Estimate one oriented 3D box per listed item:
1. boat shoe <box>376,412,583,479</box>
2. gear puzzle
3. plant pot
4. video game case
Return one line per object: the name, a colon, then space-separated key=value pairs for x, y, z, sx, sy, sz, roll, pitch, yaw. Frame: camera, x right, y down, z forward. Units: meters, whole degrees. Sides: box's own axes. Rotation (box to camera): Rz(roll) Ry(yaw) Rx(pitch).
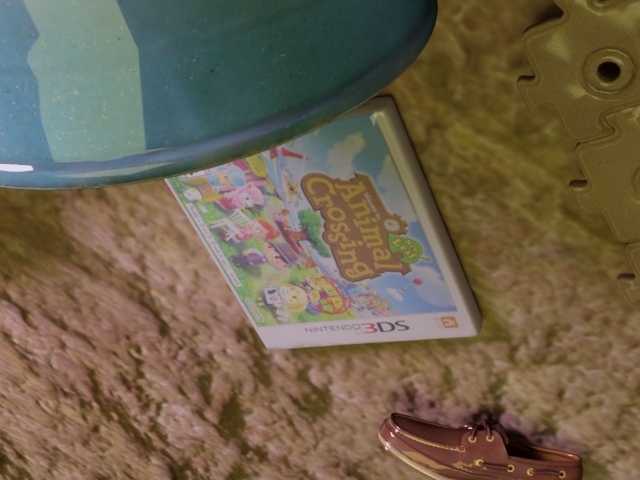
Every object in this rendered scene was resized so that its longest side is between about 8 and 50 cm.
boat shoe: x=0.138 y=0.180 z=0.787 sx=0.178 sy=0.064 sz=0.060 roll=20 pitch=105 yaw=3
gear puzzle: x=0.210 y=-0.090 z=0.518 sx=0.175 sy=0.044 sz=0.339 roll=-15 pitch=121 yaw=35
plant pot: x=-0.097 y=-0.201 z=0.382 sx=0.271 sy=0.272 sz=0.255 roll=4 pitch=129 yaw=19
video game case: x=0.000 y=0.000 z=0.695 sx=0.193 sy=0.023 sz=0.212 roll=-7 pitch=127 yaw=28
